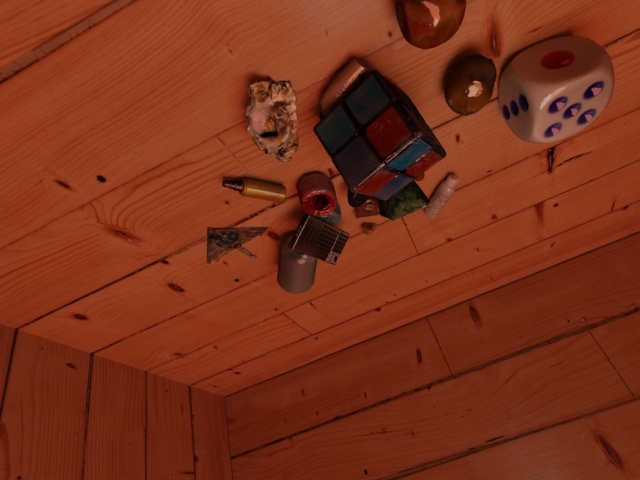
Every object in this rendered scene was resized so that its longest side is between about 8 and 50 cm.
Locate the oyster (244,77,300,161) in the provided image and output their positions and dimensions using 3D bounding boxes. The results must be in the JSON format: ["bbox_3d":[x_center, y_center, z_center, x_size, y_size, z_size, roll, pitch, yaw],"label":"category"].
[{"bbox_3d":[-0.183,-0.435,1.553,0.201,0.107,0.354,-27,136,-20],"label":"oyster"}]

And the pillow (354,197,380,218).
[{"bbox_3d":[0.268,-0.175,2.090,0.179,0.075,0.171,-8,143,-14],"label":"pillow"}]

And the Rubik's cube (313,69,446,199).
[{"bbox_3d":[0.219,-0.366,1.552,0.318,0.316,0.313,-39,158,26],"label":"Rubik's cube"}]

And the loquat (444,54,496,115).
[{"bbox_3d":[0.562,-0.582,1.584,0.180,0.179,0.227,-11,142,-8],"label":"loquat"}]

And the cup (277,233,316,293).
[{"bbox_3d":[-0.118,0.114,2.215,0.206,0.205,0.312,-6,141,-15],"label":"cup"}]

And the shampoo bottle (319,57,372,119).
[{"bbox_3d":[0.079,-0.532,1.529,0.127,0.078,0.257,5,139,-41],"label":"shampoo bottle"}]

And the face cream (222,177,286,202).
[{"bbox_3d":[-0.283,-0.220,1.801,0.274,0.078,0.078,7,138,-30],"label":"face cream"}]

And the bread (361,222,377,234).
[{"bbox_3d":[0.259,-0.068,2.261,0.062,0.103,0.049,30,125,9],"label":"bread"}]

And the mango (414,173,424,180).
[{"bbox_3d":[0.453,-0.319,1.985,0.077,0.063,0.127,-35,141,12],"label":"mango"}]

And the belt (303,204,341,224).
[{"bbox_3d":[0.019,-0.134,2.039,0.148,0.082,0.163,-27,148,31],"label":"belt"}]

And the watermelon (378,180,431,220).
[{"bbox_3d":[0.364,-0.198,1.891,0.180,0.305,0.223,11,100,-14],"label":"watermelon"}]

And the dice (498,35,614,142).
[{"bbox_3d":[0.901,-0.579,1.643,0.305,0.276,0.304,-24,143,6],"label":"dice"}]

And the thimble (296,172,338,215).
[{"bbox_3d":[-0.017,-0.206,1.891,0.163,0.124,0.189,-28,143,17],"label":"thimble"}]

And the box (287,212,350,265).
[{"bbox_3d":[0.001,-0.001,2.041,0.325,0.047,0.180,23,95,-46],"label":"box"}]

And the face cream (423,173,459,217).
[{"bbox_3d":[0.622,-0.228,2.160,0.082,0.081,0.269,-1,142,-22],"label":"face cream"}]

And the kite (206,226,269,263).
[{"bbox_3d":[-0.435,0.019,2.114,0.406,0.014,0.368,-29,142,17],"label":"kite"}]

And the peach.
[{"bbox_3d":[0.325,-0.711,1.277,0.214,0.214,0.236,-32,164,20],"label":"peach"}]

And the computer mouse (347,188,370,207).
[{"bbox_3d":[0.209,-0.275,1.920,0.269,0.086,0.138,-50,148,17],"label":"computer mouse"}]
